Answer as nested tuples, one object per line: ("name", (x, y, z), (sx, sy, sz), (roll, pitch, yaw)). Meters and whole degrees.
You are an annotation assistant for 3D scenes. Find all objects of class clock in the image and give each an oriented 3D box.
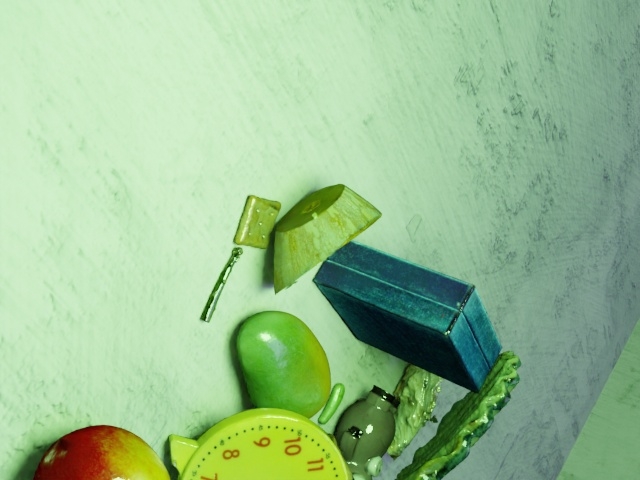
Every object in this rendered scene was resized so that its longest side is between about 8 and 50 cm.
("clock", (-0.093, 0.408, 1.582), (0.293, 0.071, 0.277), (-11, 103, -14))

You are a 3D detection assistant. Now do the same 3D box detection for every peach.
("peach", (-0.294, 0.331, 1.316), (0.197, 0.197, 0.197), (-34, 135, -43))

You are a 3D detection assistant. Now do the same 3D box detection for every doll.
("doll", (0.075, 0.419, 1.996), (0.257, 0.117, 0.182), (-65, 155, -12))

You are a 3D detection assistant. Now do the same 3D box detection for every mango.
("mango", (-0.066, 0.207, 1.665), (0.156, 0.114, 0.251), (-42, 129, -21))

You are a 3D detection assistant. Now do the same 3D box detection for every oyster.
("oyster", (0.228, 0.314, 2.201), (0.354, 0.107, 0.201), (-60, 180, -26))

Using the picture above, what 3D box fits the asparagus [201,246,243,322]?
("asparagus", (-0.151, 0.067, 1.531), (0.015, 0.018, 0.127), (148, -33, -83))

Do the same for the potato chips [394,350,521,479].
("potato chips", (0.232, 0.386, 1.922), (0.429, 0.070, 0.358), (-53, 172, 36))

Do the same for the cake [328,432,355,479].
("cake", (-0.049, 0.390, 1.735), (0.185, 0.207, 0.178), (-67, 138, -77))

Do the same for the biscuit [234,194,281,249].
("biscuit", (-0.097, -0.027, 1.557), (0.083, 0.018, 0.081), (13, 98, -58))

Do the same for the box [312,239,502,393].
("box", (0.162, 0.133, 1.803), (0.116, 0.279, 0.261), (-60, 148, -17))

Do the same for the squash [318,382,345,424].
("squash", (0.023, 0.319, 1.945), (0.089, 0.027, 0.027), (-64, 149, -6))

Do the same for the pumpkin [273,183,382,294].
("pumpkin", (-0.009, -0.014, 1.598), (0.217, 0.217, 0.110), (-33, 94, -44))
